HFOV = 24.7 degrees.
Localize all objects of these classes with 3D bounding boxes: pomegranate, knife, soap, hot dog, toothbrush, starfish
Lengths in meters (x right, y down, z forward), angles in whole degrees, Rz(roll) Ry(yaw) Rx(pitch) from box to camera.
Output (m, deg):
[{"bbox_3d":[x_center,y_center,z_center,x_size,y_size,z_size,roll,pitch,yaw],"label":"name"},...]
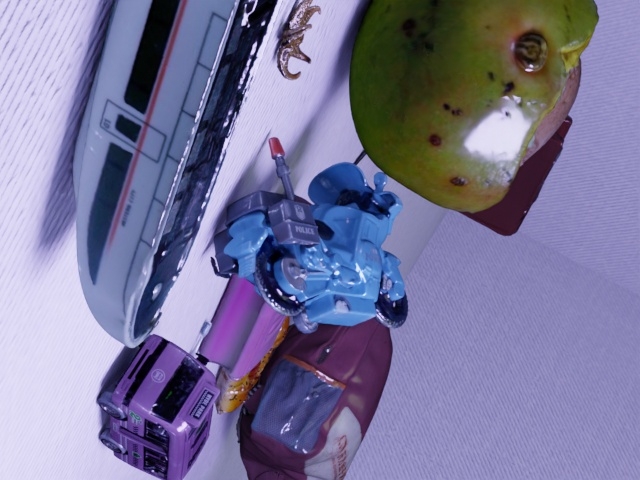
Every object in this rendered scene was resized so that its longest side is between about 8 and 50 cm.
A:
[{"bbox_3d":[0.130,-0.202,1.620,0.358,0.216,0.310,8,-105,65],"label":"pomegranate"},{"bbox_3d":[0.080,-0.143,2.159,0.170,0.010,0.023,-50,167,-50],"label":"knife"},{"bbox_3d":[-0.064,0.051,1.708,0.203,0.065,0.122,-65,172,26],"label":"soap"},{"bbox_3d":[-0.093,0.151,1.917,0.108,0.059,0.191,-48,167,-44],"label":"hot dog"},{"bbox_3d":[-0.155,0.150,1.663,0.131,0.011,0.013,-63,-175,10],"label":"toothbrush"},{"bbox_3d":[-0.018,-0.185,1.307,0.078,0.028,0.091,-60,172,-62],"label":"starfish"}]

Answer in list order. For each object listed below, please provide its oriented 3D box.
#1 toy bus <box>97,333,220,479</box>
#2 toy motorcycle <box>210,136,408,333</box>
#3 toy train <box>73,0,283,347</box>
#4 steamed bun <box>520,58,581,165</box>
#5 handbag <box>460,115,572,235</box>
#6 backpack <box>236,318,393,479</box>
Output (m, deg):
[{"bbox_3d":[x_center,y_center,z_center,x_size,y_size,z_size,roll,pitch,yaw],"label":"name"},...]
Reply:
[{"bbox_3d":[-0.151,0.165,1.411,0.087,0.098,0.178,-57,171,-26],"label":"toy bus"},{"bbox_3d":[0.000,0.000,1.521,0.123,0.182,0.272,-26,159,32],"label":"toy motorcycle"},{"bbox_3d":[-0.093,-0.098,0.894,0.086,0.088,0.407,-49,165,-52],"label":"toy train"},{"bbox_3d":[0.196,-0.200,1.937,0.199,0.251,0.301,-48,165,-15],"label":"steamed bun"},{"bbox_3d":[0.235,-0.150,2.233,0.084,0.260,0.275,-54,168,-32],"label":"handbag"},{"bbox_3d":[-0.005,0.217,2.208,0.283,0.197,0.317,100,17,-63],"label":"backpack"}]
